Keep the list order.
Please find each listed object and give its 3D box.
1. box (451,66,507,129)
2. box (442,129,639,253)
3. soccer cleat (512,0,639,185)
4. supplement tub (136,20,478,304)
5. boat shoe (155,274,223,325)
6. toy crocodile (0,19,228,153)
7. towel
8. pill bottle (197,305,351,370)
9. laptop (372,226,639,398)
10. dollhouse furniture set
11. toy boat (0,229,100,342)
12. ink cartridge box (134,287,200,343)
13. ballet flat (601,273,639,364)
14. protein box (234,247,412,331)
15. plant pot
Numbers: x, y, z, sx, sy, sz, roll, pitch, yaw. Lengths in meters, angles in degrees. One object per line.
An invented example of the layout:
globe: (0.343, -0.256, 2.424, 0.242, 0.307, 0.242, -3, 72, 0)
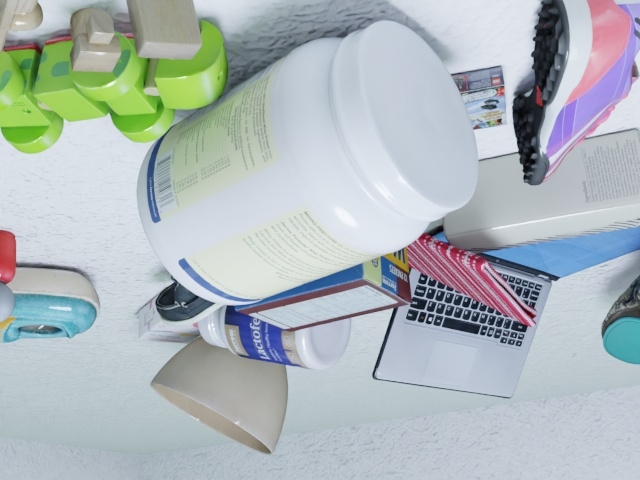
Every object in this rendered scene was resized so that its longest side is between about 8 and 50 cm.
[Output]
box: (0.153, -0.161, 0.932, 0.137, 0.027, 0.094, -8, 158, 12)
box: (0.310, -0.061, 1.083, 0.275, 0.113, 0.094, -9, 158, 19)
soccer cleat: (0.288, -0.157, 0.865, 0.116, 0.109, 0.318, -8, 155, 2)
supplement tub: (-0.018, -0.075, 0.851, 0.325, 0.235, 0.235, -22, 151, 37)
boat shoe: (-0.190, 0.055, 1.309, 0.340, 0.127, 0.113, -16, 126, 45)
toy crocodile: (-0.262, -0.165, 0.802, 0.340, 0.105, 0.115, -3, 158, 13)
towel: (0.179, 0.028, 1.153, 0.275, 0.031, 0.199, 28, 171, 46)
pill bottle: (-0.089, 0.146, 1.419, 0.264, 0.153, 0.153, 2, 164, 36)
laptop: (0.356, 0.114, 1.361, 0.382, 0.408, 0.236, 15, -175, -36)
dollhouse furniture set: (-0.207, -0.206, 0.673, 0.151, 0.144, 0.123, -6, 167, -31)
toy boat: (-0.529, 0.108, 1.337, 0.267, 0.148, 0.318, 0, 157, -7)
ink cartridge box: (-0.301, 0.164, 1.600, 0.115, 0.067, 0.198, 10, 154, -30)
ballet flat: (0.638, 0.106, 1.429, 0.164, 0.182, 0.483, 19, 166, 16)
protein box: (0.000, 0.000, 1.074, 0.201, 0.200, 0.136, -16, 154, 28)
plant pot: (-0.178, 0.285, 1.591, 0.284, 0.191, 0.284, 25, 157, 12)
